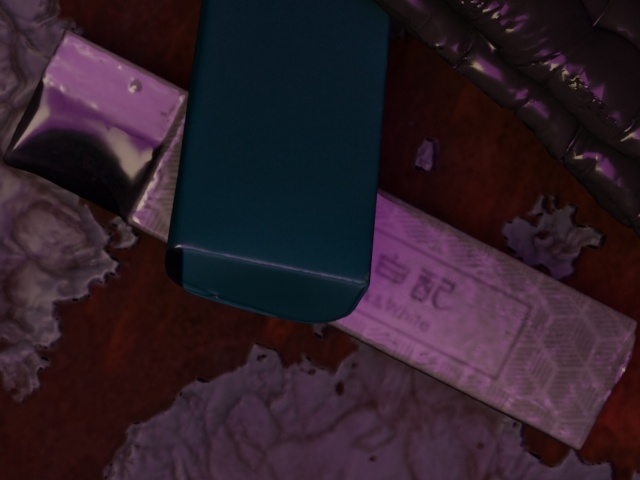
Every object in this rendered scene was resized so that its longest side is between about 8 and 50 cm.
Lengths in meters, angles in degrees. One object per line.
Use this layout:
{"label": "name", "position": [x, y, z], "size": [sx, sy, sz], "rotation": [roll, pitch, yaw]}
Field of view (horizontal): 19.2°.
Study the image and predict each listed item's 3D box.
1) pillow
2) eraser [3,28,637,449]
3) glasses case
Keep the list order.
{"label": "pillow", "position": [0.181, -0.135, 1.164], "size": [0.326, 0.101, 0.228], "rotation": [43, 50, -12]}
{"label": "eraser", "position": [0.000, 0.000, 1.199], "size": [0.404, 0.098, 0.096], "rotation": [28, 89, -9]}
{"label": "glasses case", "position": [-0.022, -0.101, 1.129], "size": [0.117, 0.070, 0.301], "rotation": [13, 61, -10]}
